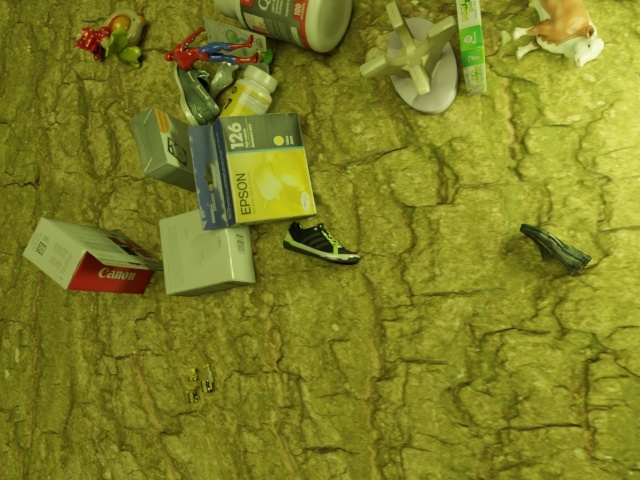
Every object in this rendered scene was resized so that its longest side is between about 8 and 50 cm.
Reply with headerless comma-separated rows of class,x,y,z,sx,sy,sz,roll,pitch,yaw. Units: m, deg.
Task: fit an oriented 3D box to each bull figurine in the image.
bull figurine,0.556,-0.541,1.328,0.188,0.101,0.310,-9,80,23

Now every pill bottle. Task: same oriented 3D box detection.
pill bottle,-0.216,-0.394,1.619,0.119,0.119,0.208,31,94,23
pill bottle,-0.112,-0.678,1.567,0.363,0.210,0.210,25,92,24

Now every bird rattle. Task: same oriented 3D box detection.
bird rattle,-0.690,-0.692,1.885,0.253,0.143,0.207,27,82,36

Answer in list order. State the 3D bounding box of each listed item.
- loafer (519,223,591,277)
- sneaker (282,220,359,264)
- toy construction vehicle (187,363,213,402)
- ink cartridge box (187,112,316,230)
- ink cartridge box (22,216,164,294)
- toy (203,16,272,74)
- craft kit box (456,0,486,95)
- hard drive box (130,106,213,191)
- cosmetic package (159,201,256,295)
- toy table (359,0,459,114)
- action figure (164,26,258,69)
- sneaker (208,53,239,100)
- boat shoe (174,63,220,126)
loafer,0.532,0.019,1.282,0.170,0.062,0.061,35,101,24
sneaker,0.000,0.000,1.492,0.235,0.084,0.097,15,87,24
toy construction vehicle,-0.349,0.415,1.610,0.086,0.035,0.098,-23,72,30
ink cartridge box,-0.188,-0.194,1.517,0.307,0.072,0.303,-8,81,-17
ink cartridge box,-0.638,0.068,1.625,0.272,0.309,0.130,30,95,24
toy,-0.240,-0.590,1.676,0.237,0.137,0.056,29,55,25
craft kit box,0.358,-0.511,1.326,0.061,0.250,0.246,-9,78,17
hard drive box,-0.430,-0.261,1.628,0.089,0.232,0.181,-22,75,18
cosmetic package,-0.324,0.032,1.593,0.225,0.138,0.224,-13,78,19
toy table,0.238,-0.467,1.413,0.252,0.161,0.274,-35,71,19
action figure,-0.319,-0.569,1.626,0.280,0.091,0.139,-2,51,11
sneaker,-0.300,-0.489,1.703,0.061,0.053,0.152,25,110,-13
boat shoe,-0.365,-0.453,1.667,0.099,0.116,0.319,-27,47,7
